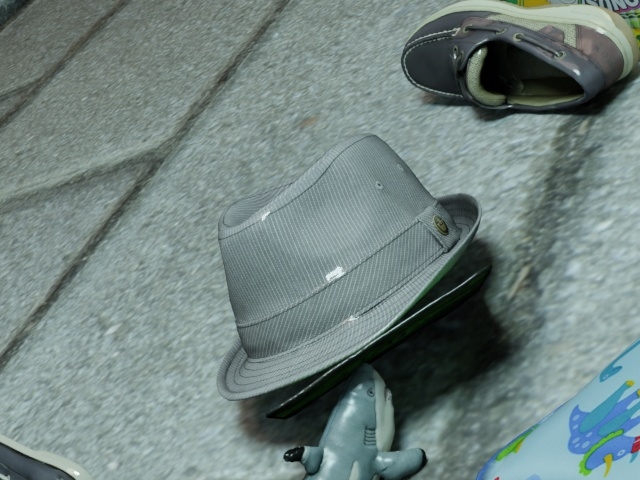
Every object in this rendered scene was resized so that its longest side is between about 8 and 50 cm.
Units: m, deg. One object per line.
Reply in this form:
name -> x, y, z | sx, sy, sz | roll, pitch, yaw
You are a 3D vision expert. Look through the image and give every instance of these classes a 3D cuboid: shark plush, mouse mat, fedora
shark plush -> -0.005, 0.161, 0.796 | 0.161, 0.067, 0.073 | -40, 27, -15
mouse mat -> 0.045, 0.080, 0.855 | 0.189, 0.007, 0.152 | -32, -10, -2
fedora -> 0.000, 0.000, 0.937 | 0.243, 0.124, 0.275 | -24, 11, 41

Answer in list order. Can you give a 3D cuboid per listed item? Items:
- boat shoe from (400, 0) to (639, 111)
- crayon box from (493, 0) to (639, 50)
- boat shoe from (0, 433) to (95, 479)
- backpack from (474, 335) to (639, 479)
boat shoe -> 0.178, -0.179, 1.157 | 0.285, 0.103, 0.092 | 10, 43, 47
crayon box -> 0.291, -0.261, 1.099 | 0.278, 0.165, 0.081 | 1, 41, 49
boat shoe -> -0.272, 0.215, 0.990 | 0.206, 0.075, 0.065 | 1, 38, 42
backpack -> 0.234, 0.105, 0.442 | 0.355, 0.273, 0.290 | -53, 15, 13
